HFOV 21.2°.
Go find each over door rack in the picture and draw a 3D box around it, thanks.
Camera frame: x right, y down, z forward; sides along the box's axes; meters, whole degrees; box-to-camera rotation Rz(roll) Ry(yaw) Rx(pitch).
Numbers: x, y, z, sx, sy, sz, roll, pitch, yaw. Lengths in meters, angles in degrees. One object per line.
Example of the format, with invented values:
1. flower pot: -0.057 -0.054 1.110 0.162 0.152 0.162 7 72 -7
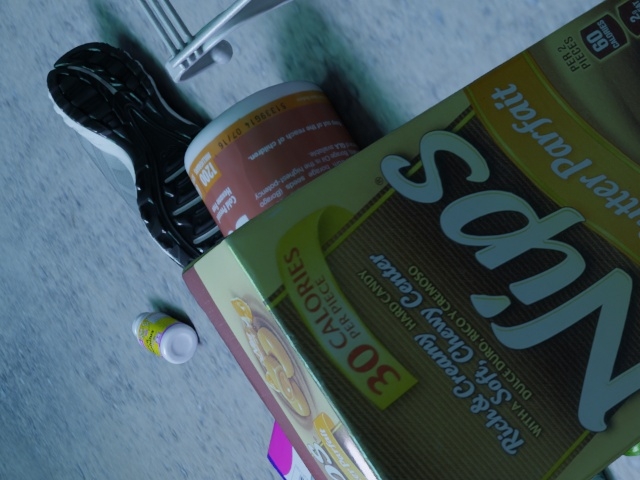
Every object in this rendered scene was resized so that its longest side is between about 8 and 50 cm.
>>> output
1. over door rack: -0.060 -0.277 1.112 0.239 0.108 0.324 56 142 3

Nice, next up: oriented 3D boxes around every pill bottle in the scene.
1. pill bottle: 0.000 0.000 1.257 0.216 0.121 0.121 59 157 14
2. pill bottle: -0.168 0.101 1.820 0.083 0.043 0.043 20 136 54

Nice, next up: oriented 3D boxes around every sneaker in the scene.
1. sneaker: -0.137 -0.061 1.526 0.271 0.100 0.108 50 169 24

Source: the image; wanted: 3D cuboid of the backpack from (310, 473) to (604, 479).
1. backpack: 0.078 0.135 1.001 0.144 0.166 0.188 46 162 25

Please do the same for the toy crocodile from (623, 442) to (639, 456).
1. toy crocodile: 0.171 0.060 1.075 0.115 0.105 0.340 60 161 -6

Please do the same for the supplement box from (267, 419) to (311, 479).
1. supplement box: 0.039 0.143 1.392 0.111 0.114 0.220 50 156 20

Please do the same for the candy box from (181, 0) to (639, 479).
1. candy box: 0.115 0.005 0.829 0.183 0.316 0.087 57 157 1

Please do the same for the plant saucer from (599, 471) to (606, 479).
1. plant saucer: 0.194 0.186 1.265 0.192 0.018 0.067 62 156 -10
